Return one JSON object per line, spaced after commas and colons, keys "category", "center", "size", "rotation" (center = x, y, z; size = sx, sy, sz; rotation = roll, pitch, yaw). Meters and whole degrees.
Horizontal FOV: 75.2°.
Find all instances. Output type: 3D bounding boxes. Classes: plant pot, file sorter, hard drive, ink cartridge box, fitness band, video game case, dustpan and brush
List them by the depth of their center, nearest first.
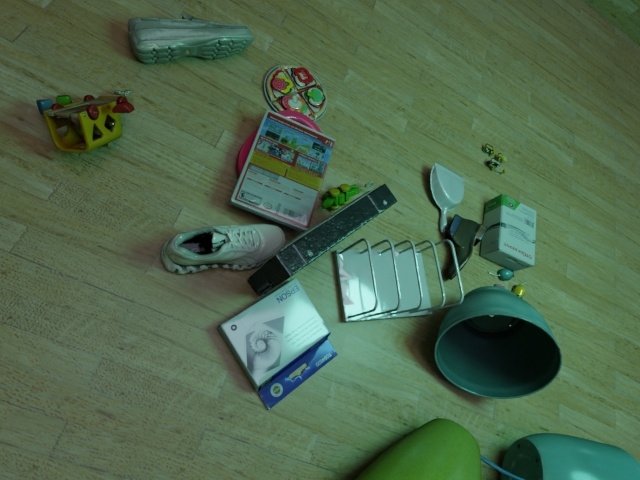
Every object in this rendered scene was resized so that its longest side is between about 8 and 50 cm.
{"category": "plant pot", "center": [0.238, 0.544, 0.917], "size": [0.294, 0.275, 0.274], "rotation": [-32, 87, -45]}
{"category": "ink cartridge box", "center": [-0.089, 0.236, 0.976], "size": [0.223, 0.045, 0.223], "rotation": [-32, 88, -30]}
{"category": "hard drive", "center": [0.000, 0.000, 0.988], "size": [0.339, 0.237, 0.064], "rotation": [-35, 89, -29]}
{"category": "plant pot", "center": [0.603, 0.624, 1.032], "size": [0.235, 0.293, 0.292], "rotation": [19, 65, -1]}
{"category": "video game case", "center": [-0.089, -0.182, 1.070], "size": [0.204, 0.025, 0.285], "rotation": [21, 68, -12]}
{"category": "file sorter", "center": [0.206, 0.098, 1.085], "size": [0.278, 0.173, 0.192], "rotation": [0, 73, -25]}
{"category": "plant pot", "center": [0.460, 0.247, 1.112], "size": [0.293, 0.293, 0.196], "rotation": [39, 34, -8]}
{"category": "fitness band", "center": [-0.097, -0.225, 1.124], "size": [0.209, 0.054, 0.290], "rotation": [38, 64, -6]}
{"category": "dustpan and brush", "center": [0.399, -0.125, 1.321], "size": [0.147, 0.060, 0.211], "rotation": [20, 59, -31]}
{"category": "ink cartridge box", "center": [0.615, -0.023, 1.358], "size": [0.153, 0.087, 0.208], "rotation": [24, 64, -16]}

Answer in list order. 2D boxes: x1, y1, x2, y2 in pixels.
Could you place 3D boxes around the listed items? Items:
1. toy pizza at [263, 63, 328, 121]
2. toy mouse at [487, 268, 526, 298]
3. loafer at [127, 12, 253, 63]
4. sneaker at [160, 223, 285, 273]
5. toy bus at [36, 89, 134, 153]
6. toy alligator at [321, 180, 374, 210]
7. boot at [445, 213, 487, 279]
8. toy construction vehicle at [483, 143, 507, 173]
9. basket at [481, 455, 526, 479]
{"category": "toy pizza", "center": [-0.067, -0.438, 1.222], "size": [0.202, 0.032, 0.201], "rotation": [8, 70, -22]}
{"category": "toy mouse", "center": [0.594, 0.140, 1.325], "size": [0.143, 0.031, 0.161], "rotation": [42, 61, -6]}
{"category": "loafer", "center": [-0.335, -0.545, 1.093], "size": [0.320, 0.112, 0.111], "rotation": [-16, 89, -27]}
{"category": "sneaker", "center": [-0.209, 0.010, 0.960], "size": [0.292, 0.118, 0.110], "rotation": [-10, 75, -28]}
{"category": "toy bus", "center": [-0.499, -0.261, 0.925], "size": [0.202, 0.191, 0.104], "rotation": [-17, 124, -27]}
{"category": "toy alligator", "center": [0.066, -0.136, 1.173], "size": [0.190, 0.056, 0.051], "rotation": [-28, 45, -29]}
{"category": "boot", "center": [0.415, 0.017, 1.278], "size": [0.106, 0.082, 0.219], "rotation": [33, 65, 14]}
{"category": "toy construction vehicle", "center": [0.621, -0.289, 1.486], "size": [0.098, 0.035, 0.085], "rotation": [22, 54, -19]}
{"category": "basket", "center": [0.399, 0.666, 0.932], "size": [0.201, 0.255, 0.288], "rotation": [22, 76, -18]}
